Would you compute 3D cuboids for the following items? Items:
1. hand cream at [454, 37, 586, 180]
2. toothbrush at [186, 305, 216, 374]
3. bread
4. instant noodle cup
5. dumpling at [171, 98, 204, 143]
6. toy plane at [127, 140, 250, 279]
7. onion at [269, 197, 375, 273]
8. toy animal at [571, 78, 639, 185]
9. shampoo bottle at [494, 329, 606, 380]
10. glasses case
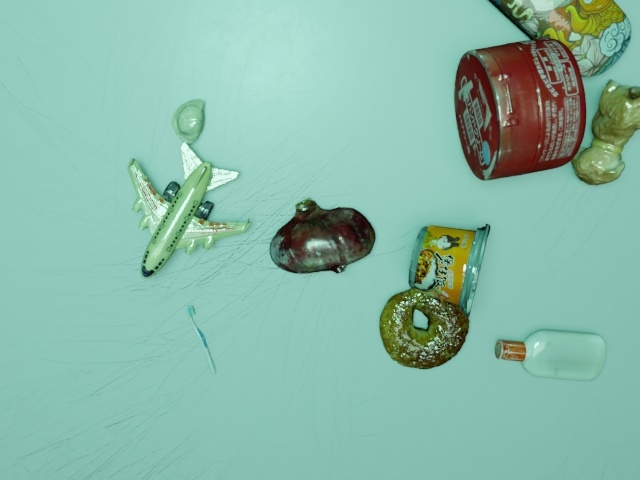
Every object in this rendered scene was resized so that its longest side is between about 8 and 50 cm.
[{"bbox_3d":[0.327,-0.219,0.938,0.149,0.230,0.230,-12,107,1],"label":"hand cream"},{"bbox_3d":[-0.247,0.207,1.154,0.017,0.014,0.162,-8,108,20],"label":"toothbrush"},{"bbox_3d":[0.212,0.177,1.136,0.193,0.064,0.193,0,104,0],"label":"bread"},{"bbox_3d":[0.237,0.042,1.047,0.125,0.208,0.178,14,111,16],"label":"instant noodle cup"},{"bbox_3d":[-0.241,-0.219,1.013,0.059,0.043,0.077,19,114,9],"label":"dumpling"},{"bbox_3d":[-0.263,-0.043,1.032,0.242,0.104,0.256,29,103,-13],"label":"toy plane"},{"bbox_3d":[0.000,0.000,1.057,0.206,0.098,0.151,-20,108,4],"label":"onion"},{"bbox_3d":[0.511,-0.182,0.985,0.104,0.184,0.185,31,112,15],"label":"toy animal"},{"bbox_3d":[0.478,0.238,1.168,0.221,0.051,0.108,6,109,-4],"label":"shampoo bottle"},{"bbox_3d":[0.393,-0.411,0.956,0.321,0.082,0.122,36,104,-11],"label":"glasses case"}]
